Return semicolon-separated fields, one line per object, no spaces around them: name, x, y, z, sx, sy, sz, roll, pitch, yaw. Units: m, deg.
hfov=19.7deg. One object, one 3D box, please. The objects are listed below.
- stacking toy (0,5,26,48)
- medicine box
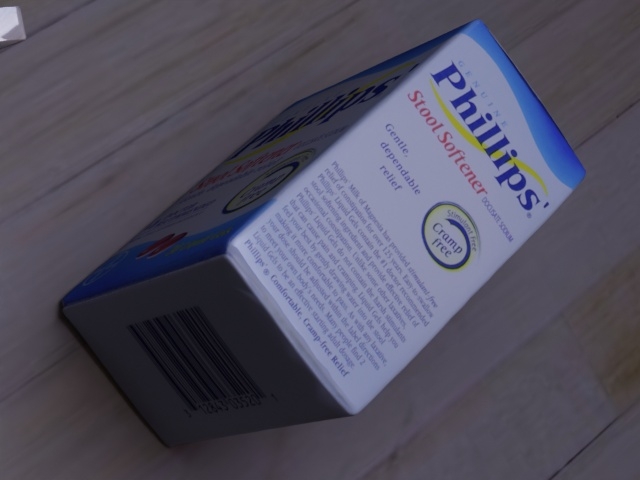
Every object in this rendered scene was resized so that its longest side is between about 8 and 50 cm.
stacking toy;-0.359;-0.148;1.156;0.309;0.279;0.130;-10;87;-38
medicine box;0.000;0.000;1.357;0.289;0.263;0.149;-44;104;-32
